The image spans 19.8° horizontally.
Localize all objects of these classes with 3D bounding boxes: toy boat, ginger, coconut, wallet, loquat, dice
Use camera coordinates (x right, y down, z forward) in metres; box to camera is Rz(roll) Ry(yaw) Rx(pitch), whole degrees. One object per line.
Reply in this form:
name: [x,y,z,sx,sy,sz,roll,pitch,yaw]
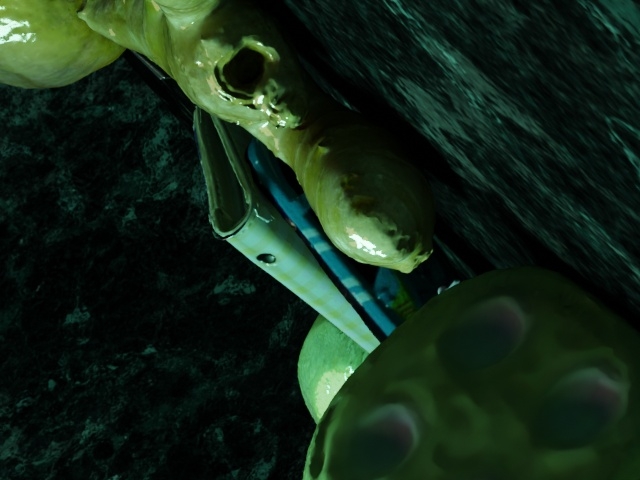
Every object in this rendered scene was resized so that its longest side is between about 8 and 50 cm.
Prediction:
toy boat: [0.053,-0.014,1.635,0.134,0.092,0.299,-1,-133,-53]
ginger: [-0.054,-0.134,1.461,0.363,0.122,0.348,42,179,-11]
coconut: [0.090,0.141,2.030,0.236,0.236,0.204,43,138,46]
wallet: [0.000,0.000,1.779,0.309,0.077,0.223,40,-157,-36]
loquat: [-0.264,-0.251,1.674,0.238,0.193,0.238,-16,-90,-79]
dice: [0.159,0.193,1.283,0.254,0.252,0.250,51,176,-38]

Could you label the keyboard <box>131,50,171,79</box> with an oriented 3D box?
keyboard: [-0.116,-0.174,1.676,0.063,0.010,0.198,42,-157,12]
